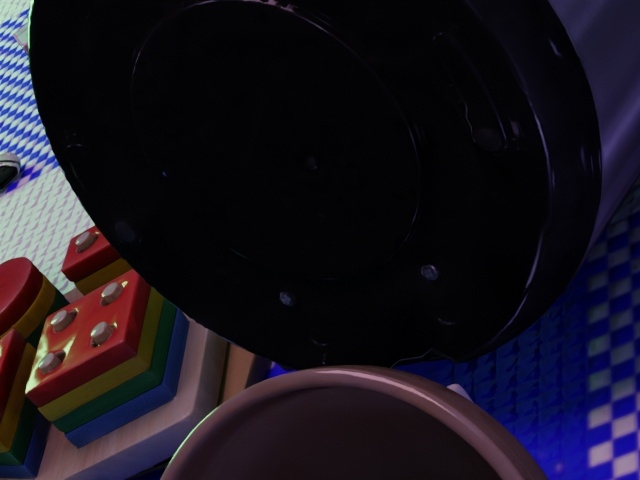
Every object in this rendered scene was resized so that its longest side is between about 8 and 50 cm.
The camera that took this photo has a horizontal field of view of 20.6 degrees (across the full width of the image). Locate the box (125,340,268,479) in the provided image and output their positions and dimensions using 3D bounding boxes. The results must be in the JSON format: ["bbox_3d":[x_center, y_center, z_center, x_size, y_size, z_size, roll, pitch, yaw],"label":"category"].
[{"bbox_3d":[-0.102,0.092,1.314,0.164,0.021,0.201,-23,30,28],"label":"box"}]

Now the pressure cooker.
[{"bbox_3d":[0.062,-0.165,1.114,0.375,0.370,0.420,-27,15,44],"label":"pressure cooker"}]

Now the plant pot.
[{"bbox_3d":[0.034,0.175,0.871,0.237,0.237,0.110,-22,-9,29],"label":"plant pot"}]

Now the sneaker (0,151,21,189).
[{"bbox_3d":[-0.349,-0.061,1.837,0.083,0.032,0.037,-37,27,2],"label":"sneaker"}]

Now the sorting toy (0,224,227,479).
[{"bbox_3d":[-0.195,0.084,1.318,0.255,0.089,0.257,-28,29,21],"label":"sorting toy"}]

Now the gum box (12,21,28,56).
[{"bbox_3d":[-0.221,-0.222,1.850,0.188,0.107,0.062,-40,27,-4],"label":"gum box"}]

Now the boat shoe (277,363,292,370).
[{"bbox_3d":[-0.001,0.000,1.284,0.073,0.080,0.223,-20,37,21],"label":"boat shoe"}]

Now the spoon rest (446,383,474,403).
[{"bbox_3d":[0.018,0.138,1.062,0.137,0.084,0.276,-49,16,-23],"label":"spoon rest"}]
